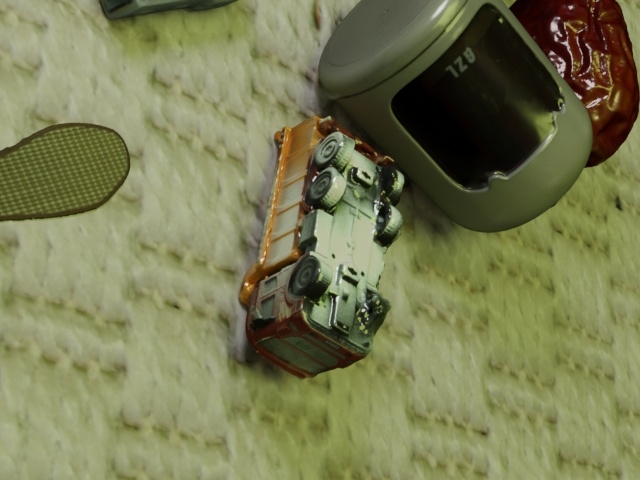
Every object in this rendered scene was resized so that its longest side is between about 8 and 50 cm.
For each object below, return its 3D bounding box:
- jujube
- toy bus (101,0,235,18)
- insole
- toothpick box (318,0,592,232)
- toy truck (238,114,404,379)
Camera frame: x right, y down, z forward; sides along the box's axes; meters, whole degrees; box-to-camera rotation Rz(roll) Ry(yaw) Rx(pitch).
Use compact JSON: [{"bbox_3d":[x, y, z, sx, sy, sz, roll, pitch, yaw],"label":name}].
[{"bbox_3d":[0.310,-0.214,1.721,0.174,0.174,0.250,21,60,-38],"label":"jujube"},{"bbox_3d":[-0.140,-0.270,1.383,0.190,0.064,0.075,-18,93,-47],"label":"toy bus"},{"bbox_3d":[-0.263,-0.054,1.219,0.253,0.005,0.086,-21,89,-46],"label":"insole"},{"bbox_3d":[0.165,-0.147,1.543,0.316,0.229,0.229,45,48,-25],"label":"toothpick box"},{"bbox_3d":[0.000,0.000,1.371,0.114,0.135,0.270,32,50,-29],"label":"toy truck"}]
